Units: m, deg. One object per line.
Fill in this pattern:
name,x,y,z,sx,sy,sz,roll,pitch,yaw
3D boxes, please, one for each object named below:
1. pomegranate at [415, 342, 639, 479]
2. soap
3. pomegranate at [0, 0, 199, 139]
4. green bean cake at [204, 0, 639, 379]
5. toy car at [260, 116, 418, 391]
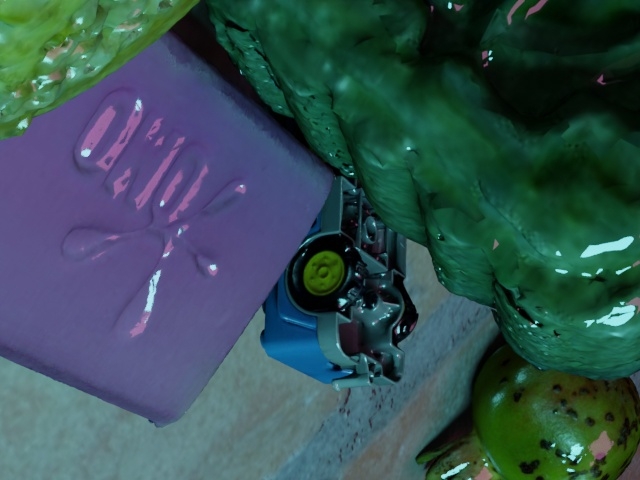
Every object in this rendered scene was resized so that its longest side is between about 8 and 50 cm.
pomegranate,0.185,0.168,1.172,0.205,0.159,0.159,-30,144,3
soap,-0.116,-0.023,0.680,0.181,0.081,0.259,-56,146,-4
pomegranate,-0.094,-0.205,0.445,0.358,0.216,0.310,-40,170,-48
green bean cake,0.130,-0.131,0.646,0.308,0.300,0.169,-44,165,-4
toy car,0.000,0.000,0.824,0.097,0.100,0.191,35,53,-57
